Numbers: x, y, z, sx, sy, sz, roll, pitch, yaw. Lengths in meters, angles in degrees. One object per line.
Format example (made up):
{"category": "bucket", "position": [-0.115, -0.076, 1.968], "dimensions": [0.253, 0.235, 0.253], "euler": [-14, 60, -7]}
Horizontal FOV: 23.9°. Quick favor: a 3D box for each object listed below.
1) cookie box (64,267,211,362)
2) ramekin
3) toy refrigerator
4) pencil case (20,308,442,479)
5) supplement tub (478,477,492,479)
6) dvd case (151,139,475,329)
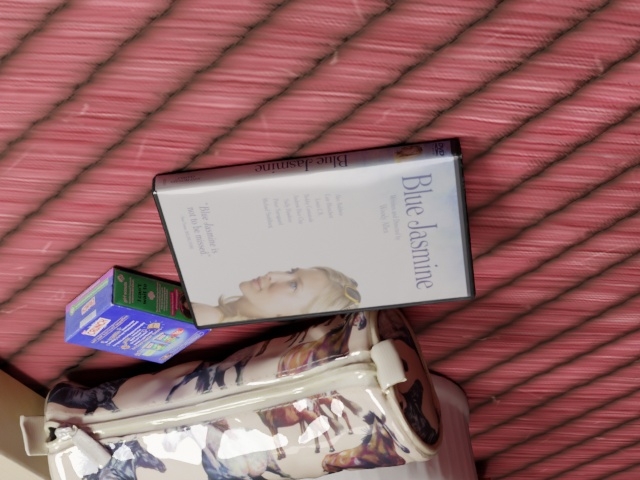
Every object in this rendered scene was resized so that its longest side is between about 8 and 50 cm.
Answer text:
{"category": "cookie box", "position": [-0.170, 0.071, 1.405], "dimensions": [0.107, 0.040, 0.092], "euler": [17, 145, -34]}
{"category": "ramekin", "position": [0.042, 0.264, 1.645], "dimensions": [0.277, 0.135, 0.277], "euler": [-10, 149, -6]}
{"category": "toy refrigerator", "position": [-0.332, 0.205, 1.576], "dimensions": [0.102, 0.094, 0.269], "euler": [-8, 151, 22]}
{"category": "pencil case", "position": [-0.079, 0.174, 1.476], "dimensions": [0.410, 0.160, 0.183], "euler": [-16, 169, 22]}
{"category": "supplement tub", "position": [0.118, 0.342, 1.849], "dimensions": [0.190, 0.117, 0.117], "euler": [-4, 151, 0]}
{"category": "dvd case", "position": [0.000, 0.000, 1.275], "dimensions": [0.253, 0.022, 0.180], "euler": [-7, 136, 5]}
